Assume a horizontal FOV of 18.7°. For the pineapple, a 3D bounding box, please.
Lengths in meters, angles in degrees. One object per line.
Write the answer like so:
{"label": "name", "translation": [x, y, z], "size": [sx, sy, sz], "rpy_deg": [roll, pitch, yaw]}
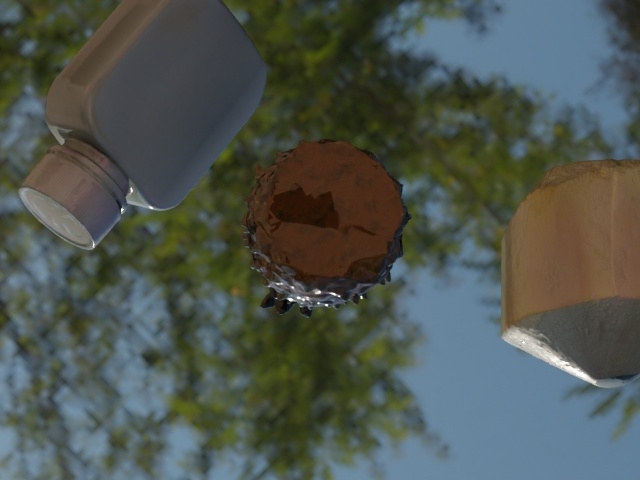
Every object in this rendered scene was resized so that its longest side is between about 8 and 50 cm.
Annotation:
{"label": "pineapple", "translation": [0.000, 0.000, 1.825], "size": [0.158, 0.158, 0.278], "rpy_deg": [-47, 176, -10]}

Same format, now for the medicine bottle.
{"label": "medicine bottle", "translation": [-0.123, -0.082, 1.317], "size": [0.069, 0.119, 0.183], "rpy_deg": [14, -120, 45]}

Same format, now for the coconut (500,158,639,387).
{"label": "coconut", "translation": [0.322, 0.046, 2.210], "size": [0.239, 0.239, 0.244], "rpy_deg": [-17, -113, 45]}
